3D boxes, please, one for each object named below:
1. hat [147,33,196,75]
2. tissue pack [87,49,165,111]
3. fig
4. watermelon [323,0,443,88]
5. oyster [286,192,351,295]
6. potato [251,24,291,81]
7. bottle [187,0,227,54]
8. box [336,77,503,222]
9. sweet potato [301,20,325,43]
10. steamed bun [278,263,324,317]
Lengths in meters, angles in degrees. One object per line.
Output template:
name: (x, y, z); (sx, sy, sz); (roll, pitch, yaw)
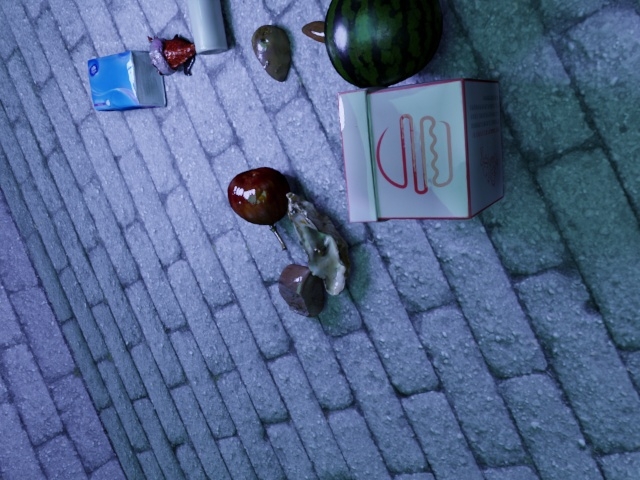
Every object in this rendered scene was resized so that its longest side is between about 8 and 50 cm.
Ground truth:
hat: (-0.477, -0.654, 1.826); (0.228, 0.129, 0.140); (-9, 75, 19)
tissue pack: (-0.719, -0.583, 1.975); (0.264, 0.146, 0.198); (5, 105, 35)
fig: (-0.181, -0.114, 1.729); (0.204, 0.186, 0.249); (2, 138, 22)
watermelon: (0.150, -0.512, 1.295); (0.285, 0.285, 0.285); (11, 109, 33)
oyster: (0.001, 0.000, 1.654); (0.341, 0.110, 0.166); (56, 136, 6)
potato: (-0.149, -0.573, 1.606); (0.101, 0.089, 0.172); (-26, 86, 35)
bottle: (-0.367, -0.728, 1.708); (0.104, 0.104, 0.245); (-1, 102, 36)
box: (0.251, -0.219, 1.284); (0.300, 0.314, 0.312); (1, 103, 33)
sweet potato: (0.044, -0.566, 1.494); (0.255, 0.058, 0.078); (33, 136, 21)
steamed bun: (-0.068, 0.165, 1.742); (0.145, 0.106, 0.175); (11, 122, 41)
